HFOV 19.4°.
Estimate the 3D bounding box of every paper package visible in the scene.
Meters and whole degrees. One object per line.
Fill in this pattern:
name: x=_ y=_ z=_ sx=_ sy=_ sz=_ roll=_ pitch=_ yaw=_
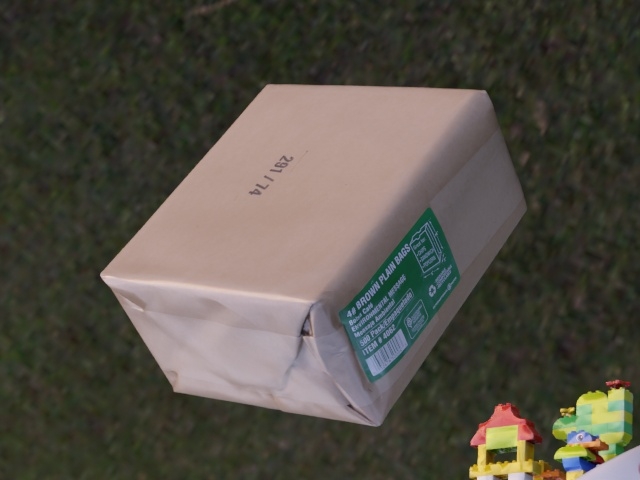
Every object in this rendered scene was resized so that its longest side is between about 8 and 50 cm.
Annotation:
paper package: x=0.000 y=0.000 z=1.864 sx=0.309 sy=0.325 sz=0.168 roll=5 pitch=134 yaw=42

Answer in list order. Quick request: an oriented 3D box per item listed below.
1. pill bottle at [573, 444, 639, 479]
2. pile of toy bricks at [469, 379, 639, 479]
pill bottle: x=0.211 y=0.240 z=1.104 sx=0.124 sy=0.124 sz=0.221 roll=-45 pitch=69 yaw=42
pile of toy bricks: x=0.241 y=0.169 z=1.583 sx=0.212 sy=0.105 sz=0.118 roll=-10 pitch=155 yaw=34
